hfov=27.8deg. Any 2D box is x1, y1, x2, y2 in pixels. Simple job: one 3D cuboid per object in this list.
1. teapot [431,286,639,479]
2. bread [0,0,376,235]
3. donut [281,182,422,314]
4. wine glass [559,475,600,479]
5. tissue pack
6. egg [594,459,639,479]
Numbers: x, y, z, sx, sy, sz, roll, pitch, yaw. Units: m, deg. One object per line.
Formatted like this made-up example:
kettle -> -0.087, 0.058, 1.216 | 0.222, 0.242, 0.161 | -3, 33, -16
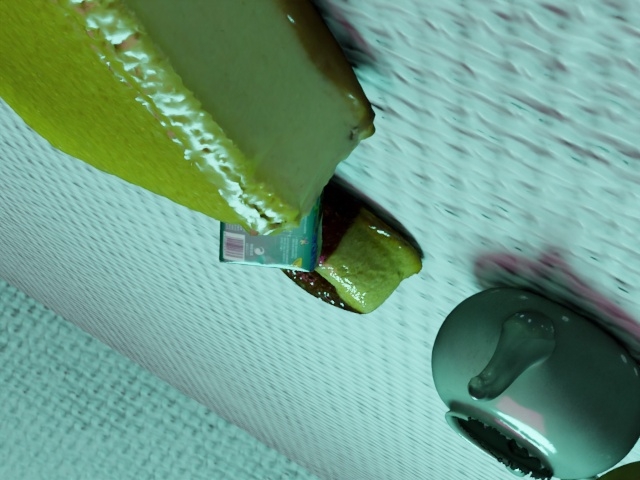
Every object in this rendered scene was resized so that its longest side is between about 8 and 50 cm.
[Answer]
teapot -> 0.182, 0.131, 1.116 | 0.193, 0.129, 0.294 | 28, 163, 24
bread -> -0.159, -0.168, 0.884 | 0.323, 0.143, 0.333 | 23, 161, 39
donut -> 0.000, 0.000, 1.204 | 0.184, 0.073, 0.166 | 40, 166, -15
wine glass -> 0.380, 0.312, 1.384 | 0.262, 0.074, 0.074 | 32, 165, 5
tissue pack -> -0.037, -0.042, 1.076 | 0.085, 0.079, 0.111 | 7, 125, 4
egg -> 0.341, 0.334, 1.186 | 0.250, 0.250, 0.322 | 11, 144, 55
